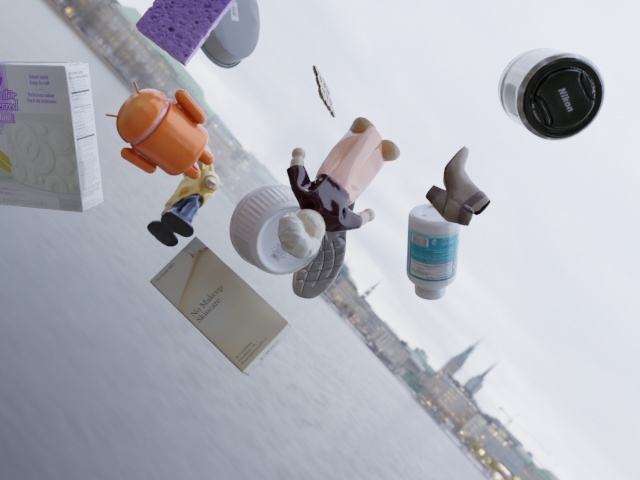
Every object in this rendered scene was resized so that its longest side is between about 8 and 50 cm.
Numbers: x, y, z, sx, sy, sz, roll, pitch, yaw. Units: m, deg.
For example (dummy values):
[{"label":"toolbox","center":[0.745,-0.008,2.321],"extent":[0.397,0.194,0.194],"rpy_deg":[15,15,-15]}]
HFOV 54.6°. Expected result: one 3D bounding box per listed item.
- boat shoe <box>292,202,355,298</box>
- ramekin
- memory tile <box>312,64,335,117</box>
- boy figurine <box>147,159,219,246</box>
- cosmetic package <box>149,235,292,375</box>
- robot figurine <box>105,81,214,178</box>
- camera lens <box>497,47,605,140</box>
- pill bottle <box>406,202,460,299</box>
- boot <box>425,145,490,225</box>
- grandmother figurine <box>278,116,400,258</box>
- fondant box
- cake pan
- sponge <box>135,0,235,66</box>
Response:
[{"label":"boat shoe","center":[0.000,0.000,1.629],"extent":[0.123,0.324,0.116],"rpy_deg":[26,-14,-22]},{"label":"ramekin","center":[-0.092,-0.019,1.418],"extent":[0.207,0.207,0.109],"rpy_deg":[50,-8,-36]},{"label":"memory tile","center":[0.010,-0.415,1.729],"extent":[0.148,0.012,0.113],"rpy_deg":[40,35,-68]},{"label":"boy figurine","center":[-0.308,-0.117,1.484],"extent":[0.092,0.177,0.285],"rpy_deg":[44,37,-28]},{"label":"cosmetic package","center":[-0.231,0.155,1.465],"extent":[0.309,0.160,0.113],"rpy_deg":[41,-11,11]},{"label":"robot figurine","center":[-0.316,-0.219,1.257],"extent":[0.158,0.128,0.219],"rpy_deg":[-17,-43,39]},{"label":"camera lens","center":[0.605,-0.395,1.652],"extent":[0.219,0.219,0.274],"rpy_deg":[48,15,-16]},{"label":"pill bottle","center":[0.319,0.037,1.769],"extent":[0.146,0.146,0.263],"rpy_deg":[43,-38,52]},{"label":"boot","center":[0.223,-0.080,0.956],"extent":[0.087,0.118,0.042],"rpy_deg":[34,-5,25]},{"label":"grandmother figurine","center":[0.022,-0.100,1.198],"extent":[0.208,0.342,0.104],"rpy_deg":[35,-34,-2]},{"label":"fondant box","center":[-0.644,-0.241,1.427],"extent":[0.096,0.239,0.329],"rpy_deg":[-53,146,-67]},{"label":"cake pan","center":[-0.252,-0.617,1.676],"extent":[0.054,0.293,0.293],"rpy_deg":[1,-29,27]},{"label":"sponge","center":[-0.245,-0.455,1.194],"extent":[0.117,0.210,0.031],"rpy_deg":[37,-4,-4]}]
